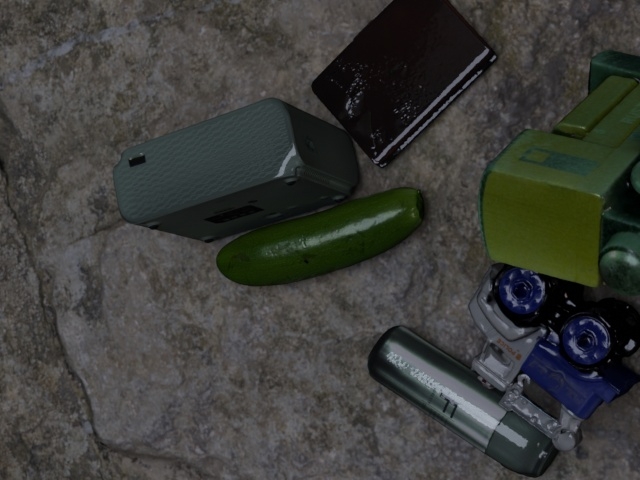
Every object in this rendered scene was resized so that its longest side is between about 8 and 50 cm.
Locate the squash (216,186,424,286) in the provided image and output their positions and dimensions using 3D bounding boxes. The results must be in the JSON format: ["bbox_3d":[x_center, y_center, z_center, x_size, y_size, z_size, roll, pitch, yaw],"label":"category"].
[{"bbox_3d":[0.000,0.002,1.922,0.292,0.082,0.082,-16,82,20],"label":"squash"}]

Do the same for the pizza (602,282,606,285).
[{"bbox_3d":[0.317,-0.030,1.752,0.201,0.053,0.193,-14,39,-1],"label":"pizza"}]

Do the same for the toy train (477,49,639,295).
[{"bbox_3d":[0.356,-0.082,1.654,0.253,0.397,0.160,16,130,31],"label":"toy train"}]

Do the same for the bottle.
[{"bbox_3d":[0.174,0.201,1.851,0.254,0.079,0.096,31,137,20],"label":"bottle"}]

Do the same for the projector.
[{"bbox_3d":[-0.102,-0.079,1.899,0.250,0.198,0.108,-18,76,21],"label":"projector"}]

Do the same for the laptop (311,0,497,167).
[{"bbox_3d":[0.104,-0.214,1.922,0.207,0.026,0.154,-44,72,13],"label":"laptop"}]

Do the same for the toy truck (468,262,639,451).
[{"bbox_3d":[0.267,0.122,1.775,0.213,0.161,0.177,39,108,19],"label":"toy truck"}]
